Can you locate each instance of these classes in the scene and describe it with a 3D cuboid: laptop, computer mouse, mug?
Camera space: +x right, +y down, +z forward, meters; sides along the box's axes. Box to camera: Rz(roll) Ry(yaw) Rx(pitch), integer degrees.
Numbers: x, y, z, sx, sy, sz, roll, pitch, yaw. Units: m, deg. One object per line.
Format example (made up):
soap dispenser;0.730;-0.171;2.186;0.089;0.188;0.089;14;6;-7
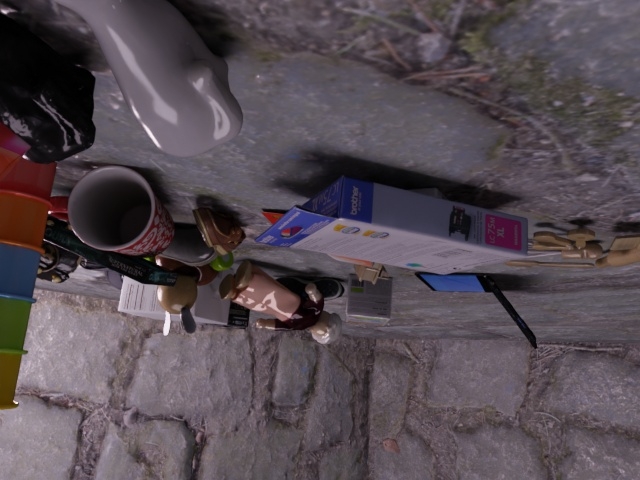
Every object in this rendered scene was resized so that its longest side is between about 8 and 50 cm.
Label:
laptop;0.371;0.167;1.246;0.136;0.264;0.234;-36;155;10
computer mouse;-0.549;0.100;1.484;0.188;0.072;0.272;6;166;-4
mug;-0.290;-0.041;0.771;0.150;0.113;0.169;33;171;3

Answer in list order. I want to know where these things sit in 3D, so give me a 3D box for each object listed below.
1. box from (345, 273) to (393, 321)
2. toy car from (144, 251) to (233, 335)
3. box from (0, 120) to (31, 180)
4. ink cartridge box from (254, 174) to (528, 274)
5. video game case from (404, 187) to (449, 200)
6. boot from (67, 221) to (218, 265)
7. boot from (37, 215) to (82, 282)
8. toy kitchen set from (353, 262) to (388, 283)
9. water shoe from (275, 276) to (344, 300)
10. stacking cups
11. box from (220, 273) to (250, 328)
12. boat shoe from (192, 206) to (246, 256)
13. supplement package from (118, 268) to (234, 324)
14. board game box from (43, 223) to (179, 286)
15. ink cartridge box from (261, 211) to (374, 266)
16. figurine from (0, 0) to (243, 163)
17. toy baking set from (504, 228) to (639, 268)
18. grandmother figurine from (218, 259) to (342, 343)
box;0.125;0.160;1.392;0.114;0.103;0.203;5;166;3
toy car;-0.285;0.106;1.118;0.155;0.189;0.149;-13;158;36
box;-0.330;-0.082;0.328;0.256;0.123;0.128;22;161;29
ink cartridge box;0.086;-0.014;0.696;0.310;0.065;0.186;8;167;-19
video game case;0.114;-0.039;0.756;0.157;0.019;0.143;-3;164;31
boot;-0.303;-0.017;0.932;0.189;0.076;0.208;-2;158;26
boot;-0.530;-0.010;0.878;0.377;0.138;0.284;1;165;35
toy kitchen set;0.111;0.035;1.040;0.068;0.075;0.083;12;-155;-14
water shoe;-0.035;0.140;1.441;0.203;0.073;0.080;1;168;20
stacking cups;-0.393;0.038;0.643;0.095;0.317;0.096;2;167;1
box;-0.287;0.166;1.488;0.180;0.148;0.077;8;166;-12
boat shoe;-0.163;-0.022;0.871;0.060;0.064;0.178;-25;168;-3
supplement package;-0.354;0.123;1.332;0.203;0.149;0.194;2;166;13
board game box;-0.333;0.026;0.848;0.186;0.026;0.126;23;176;7
ink cartridge box;0.000;0.000;0.877;0.179;0.045;0.145;7;169;11
figurine;-0.181;-0.137;0.347;0.214;0.093;0.209;1;161;16
toy baking set;0.405;0.011;0.836;0.196;0.030;0.256;9;166;-2
grandmother figurine;-0.075;0.167;1.341;0.342;0.104;0.207;33;135;-30
